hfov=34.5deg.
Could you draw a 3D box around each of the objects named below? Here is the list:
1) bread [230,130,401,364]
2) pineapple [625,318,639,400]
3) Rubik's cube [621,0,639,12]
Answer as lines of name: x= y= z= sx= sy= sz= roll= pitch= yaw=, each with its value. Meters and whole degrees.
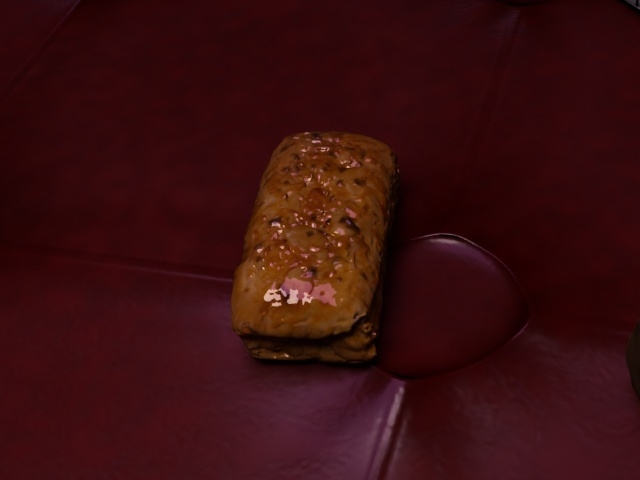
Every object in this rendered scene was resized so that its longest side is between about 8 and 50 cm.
bread: x=0.000 y=0.000 z=0.793 sx=0.113 sy=0.083 sz=0.211 roll=2 pitch=46 yaw=7
pineapple: x=0.285 y=0.080 z=0.666 sx=0.159 sy=0.074 sz=0.074 roll=2 pitch=43 yaw=1
Rubik's cube: x=0.384 y=-0.311 z=0.958 sx=0.187 sy=0.184 sz=0.182 roll=-14 pitch=33 yaw=-8
